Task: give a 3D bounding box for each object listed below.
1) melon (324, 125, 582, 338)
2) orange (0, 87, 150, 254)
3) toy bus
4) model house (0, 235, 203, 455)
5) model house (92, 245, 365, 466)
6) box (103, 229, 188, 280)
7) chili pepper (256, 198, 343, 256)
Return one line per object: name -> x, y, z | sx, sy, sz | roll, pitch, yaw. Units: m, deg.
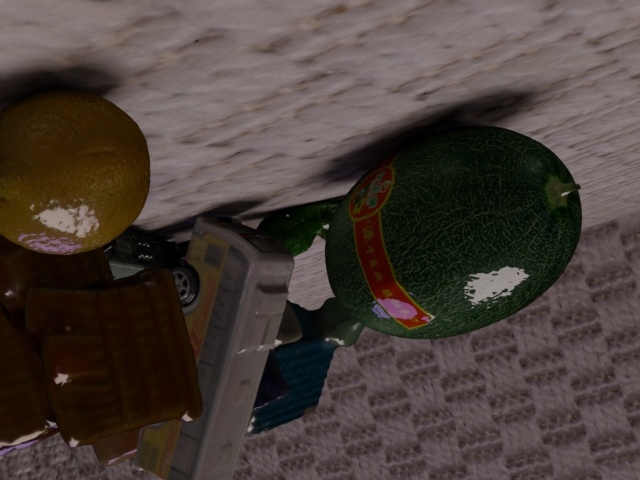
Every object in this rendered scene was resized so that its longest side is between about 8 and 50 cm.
melon -> 0.118, -0.007, 0.838 | 0.182, 0.182, 0.287 | -9, 168, -41
orange -> -0.134, -0.035, 0.479 | 0.085, 0.085, 0.095 | -22, 174, 42
toy bus -> -0.108, 0.114, 0.937 | 0.106, 0.268, 0.092 | 20, -172, 29
model house -> -0.213, 0.068, 0.680 | 0.229, 0.199, 0.219 | -15, -176, -20
model house -> -0.113, 0.119, 1.155 | 0.280, 0.245, 0.312 | -31, 166, 37
box -> -0.252, 0.031, 0.880 | 0.210, 0.045, 0.270 | -17, 172, 10
chili pepper -> 0.001, -0.005, 1.022 | 0.182, 0.073, 0.050 | -7, 148, -17
